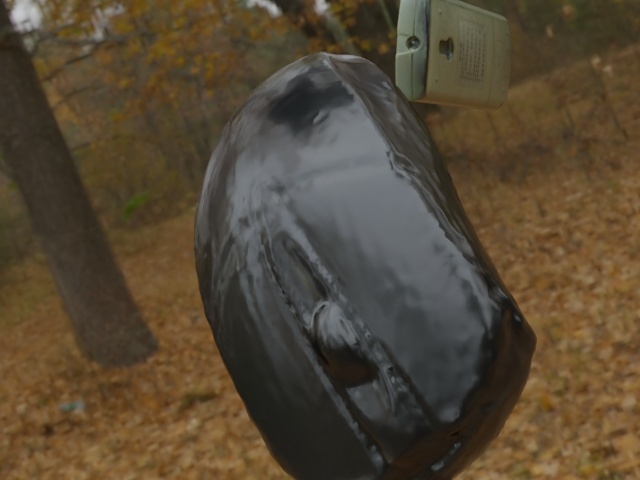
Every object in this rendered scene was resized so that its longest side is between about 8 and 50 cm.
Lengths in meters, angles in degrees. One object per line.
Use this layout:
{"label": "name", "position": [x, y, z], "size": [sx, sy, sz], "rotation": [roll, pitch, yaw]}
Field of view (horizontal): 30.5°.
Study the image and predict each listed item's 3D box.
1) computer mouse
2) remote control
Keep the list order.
{"label": "computer mouse", "position": [0.000, 0.000, 0.573], "size": [0.086, 0.270, 0.137], "rotation": [25, -58, -40]}
{"label": "remote control", "position": [0.129, -0.175, 1.108], "size": [0.038, 0.098, 0.233], "rotation": [5, 6, 26]}
